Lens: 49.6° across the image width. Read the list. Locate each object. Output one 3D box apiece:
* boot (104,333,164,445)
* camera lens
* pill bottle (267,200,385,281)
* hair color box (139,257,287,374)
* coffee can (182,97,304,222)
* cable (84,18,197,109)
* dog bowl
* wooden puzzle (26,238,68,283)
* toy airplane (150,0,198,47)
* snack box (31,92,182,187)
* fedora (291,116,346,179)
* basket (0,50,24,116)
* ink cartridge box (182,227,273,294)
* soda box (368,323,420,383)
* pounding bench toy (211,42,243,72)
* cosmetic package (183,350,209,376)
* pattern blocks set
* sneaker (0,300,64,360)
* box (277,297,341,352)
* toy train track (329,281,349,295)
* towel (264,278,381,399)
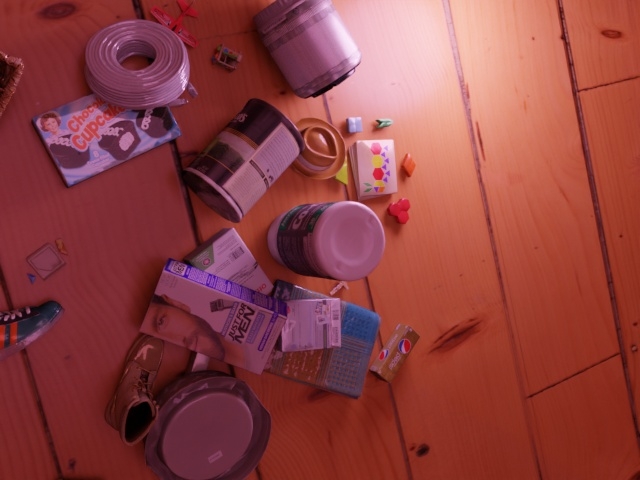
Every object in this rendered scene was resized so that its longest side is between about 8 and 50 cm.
[{"bbox_3d":[-0.448,0.367,1.739,0.095,0.203,0.262,30,79,-24],"label":"boot"},{"bbox_3d":[-0.032,-0.551,1.925,0.219,0.219,0.274,-40,107,-20],"label":"camera lens"},{"bbox_3d":[0.000,0.000,1.869,0.204,0.361,0.204,0,91,-26],"label":"pill bottle"},{"bbox_3d":[-0.274,0.199,1.802,0.338,0.110,0.185,22,105,-8],"label":"hair color box"},{"bbox_3d":[-0.204,-0.213,1.855,0.201,0.201,0.275,46,72,-19],"label":"coffee can"},{"bbox_3d":[-0.458,-0.439,1.731,0.257,0.089,0.257,-16,65,-17],"label":"cable"},{"bbox_3d":[-0.306,0.503,1.832,0.348,0.102,0.349,-9,108,-27],"label":"dog bowl"},{"bbox_3d":[-0.683,0.052,1.729,0.116,0.014,0.079,-34,100,-22],"label":"wooden puzzle"},{"bbox_3d":[-0.382,-0.591,1.860,0.151,0.028,0.151,-1,91,-27],"label":"toy airplane"},{"bbox_3d":[-0.540,-0.286,1.768,0.322,0.060,0.187,-30,102,-23],"label":"snack box"},{"bbox_3d":[-0.006,-0.273,2.006,0.194,0.079,0.194,2,84,-17],"label":"fedora"},{"bbox_3d":[-0.836,-0.330,1.480,0.299,0.223,0.214,17,82,-52],"label":"basket"},{"bbox_3d":[-0.251,0.091,1.898,0.153,0.087,0.208,-38,106,-20],"label":"ink cartridge box"},{"bbox_3d":[0.230,0.350,2.154,0.061,0.058,0.181,42,74,-21],"label":"soda box"},{"bbox_3d":[-0.254,-0.503,1.893,0.065,0.083,0.052,21,82,-26],"label":"pounding bench toy"},{"bbox_3d":[-0.331,0.329,1.878,0.041,0.060,0.115,19,81,-24],"label":"cosmetic package"},{"bbox_3d":[0.167,-0.217,2.134,0.285,0.026,0.325,3,89,-26],"label":"pattern blocks set"},{"bbox_3d":[-0.763,0.212,1.637,0.302,0.108,0.121,-33,109,-21],"label":"sneaker"},{"bbox_3d":[-0.032,0.242,1.997,0.186,0.038,0.145,-2,90,-25],"label":"box"},{"bbox_3d":[0.055,0.140,2.086,0.083,0.014,0.048,-39,93,-33],"label":"toy train track"},{"bbox_3d":[-0.008,0.294,2.050,0.370,0.040,0.272,21,80,-23],"label":"towel"}]
